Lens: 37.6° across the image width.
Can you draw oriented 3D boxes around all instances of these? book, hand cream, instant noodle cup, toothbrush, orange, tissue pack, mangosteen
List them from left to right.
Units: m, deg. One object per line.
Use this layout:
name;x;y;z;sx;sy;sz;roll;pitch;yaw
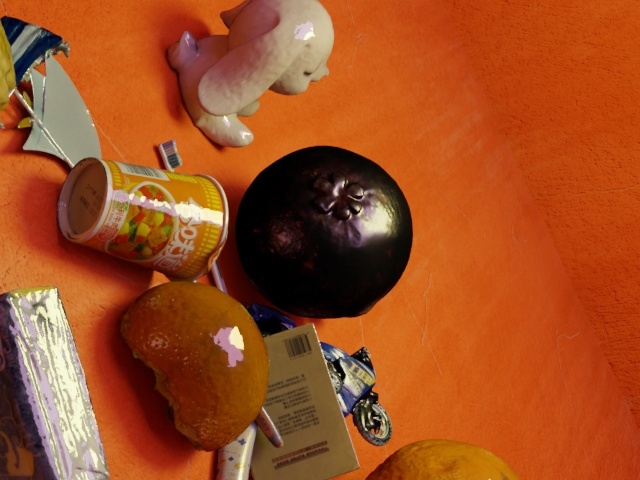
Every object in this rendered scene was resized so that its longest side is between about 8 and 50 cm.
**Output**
tissue pack;-0.329;0.166;0.880;0.081;0.257;0.185;-6;77;-58
instant noodle cup;-0.246;-0.034;1.276;0.185;0.168;0.168;16;57;-45
toothbrush;-0.192;-0.012;1.473;0.030;0.030;0.304;-21;91;-61
orange;-0.153;0.159;1.281;0.237;0.158;0.179;65;11;-3
toothbrush;-0.138;0.164;1.388;0.321;0.023;0.031;59;29;6
hand cream;-0.123;0.324;1.331;0.065;0.043;0.171;11;53;-9
book;-0.049;0.255;1.410;0.026;0.161;0.231;122;-49;-77
mangosteen;0.004;-0.014;1.558;0.313;0.297;0.297;-162;-132;-85
orange;0.192;0.470;1.500;0.312;0.312;0.312;38;41;-42

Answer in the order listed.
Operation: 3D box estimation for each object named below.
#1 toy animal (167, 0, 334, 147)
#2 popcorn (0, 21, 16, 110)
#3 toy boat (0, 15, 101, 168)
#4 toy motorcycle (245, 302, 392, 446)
toy animal;-0.103;-0.316;1.582;0.206;0.265;0.272;45;38;-32
popcorn;-0.448;-0.189;0.996;0.237;0.205;0.252;27;64;-71
toy boat;-0.351;-0.163;1.274;0.291;0.067;0.220;53;31;-29
toy motorcycle;0.000;0.213;1.536;0.315;0.113;0.169;34;38;-23
